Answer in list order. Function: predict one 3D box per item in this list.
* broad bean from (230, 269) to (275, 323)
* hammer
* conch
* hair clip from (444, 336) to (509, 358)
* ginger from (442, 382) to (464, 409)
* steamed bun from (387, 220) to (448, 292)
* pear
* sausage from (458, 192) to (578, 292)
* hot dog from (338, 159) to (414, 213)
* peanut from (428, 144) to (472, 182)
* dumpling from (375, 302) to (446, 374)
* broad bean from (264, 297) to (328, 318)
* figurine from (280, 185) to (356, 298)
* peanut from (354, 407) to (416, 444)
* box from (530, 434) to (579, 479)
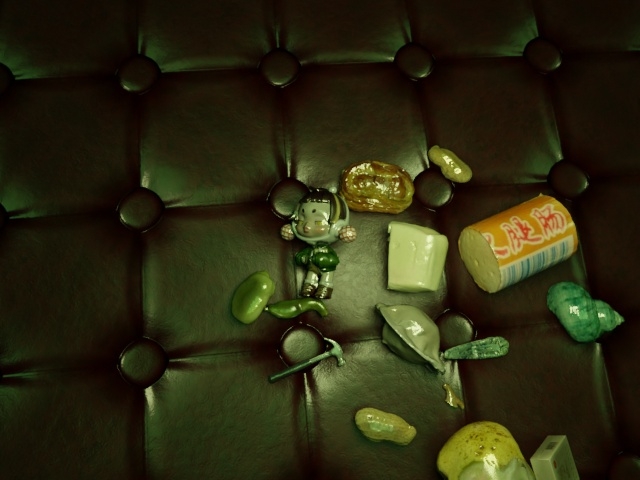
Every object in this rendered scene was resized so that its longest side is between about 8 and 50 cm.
[{"bbox_3d":[-0.217,0.174,1.419,0.124,0.082,0.174,33,78,37],"label":"broad bean"},{"bbox_3d":[-0.049,0.387,1.426,0.247,0.029,0.103,-20,81,-6],"label":"hammer"},{"bbox_3d":[0.859,0.234,1.456,0.203,0.134,0.196,17,80,1],"label":"conch"},{"bbox_3d":[0.504,0.356,1.460,0.229,0.036,0.065,-6,84,-11],"label":"hair clip"},{"bbox_3d":[0.417,0.504,1.430,0.048,0.030,0.097,-35,85,-37],"label":"ginger"},{"bbox_3d":[0.308,0.063,1.459,0.200,0.170,0.225,14,95,31],"label":"steamed bun"},{"bbox_3d":[0.475,0.671,1.307,0.272,0.271,0.270,1,79,-3],"label":"pear"},{"bbox_3d":[0.625,0.011,1.439,0.287,0.233,0.233,-23,81,-6],"label":"sausage"},{"bbox_3d":[0.194,-0.176,1.507,0.259,0.114,0.175,5,80,-2],"label":"hot dog"},{"bbox_3d":[0.448,-0.263,1.563,0.174,0.080,0.080,42,79,9],"label":"peanut"},{"bbox_3d":[0.292,0.284,1.379,0.163,0.204,0.293,-39,74,-21],"label":"dumpling"},{"bbox_3d":[-0.081,0.218,1.444,0.214,0.048,0.070,1,74,1],"label":"broad bean"},{"bbox_3d":[0.000,0.000,1.441,0.282,0.167,0.369,2,87,33],"label":"figurine"},{"bbox_3d":[0.197,0.575,1.374,0.194,0.083,0.093,20,79,0],"label":"peanut"},{"bbox_3d":[0.701,0.683,1.337,0.058,0.201,0.140,-21,79,38],"label":"box"}]
